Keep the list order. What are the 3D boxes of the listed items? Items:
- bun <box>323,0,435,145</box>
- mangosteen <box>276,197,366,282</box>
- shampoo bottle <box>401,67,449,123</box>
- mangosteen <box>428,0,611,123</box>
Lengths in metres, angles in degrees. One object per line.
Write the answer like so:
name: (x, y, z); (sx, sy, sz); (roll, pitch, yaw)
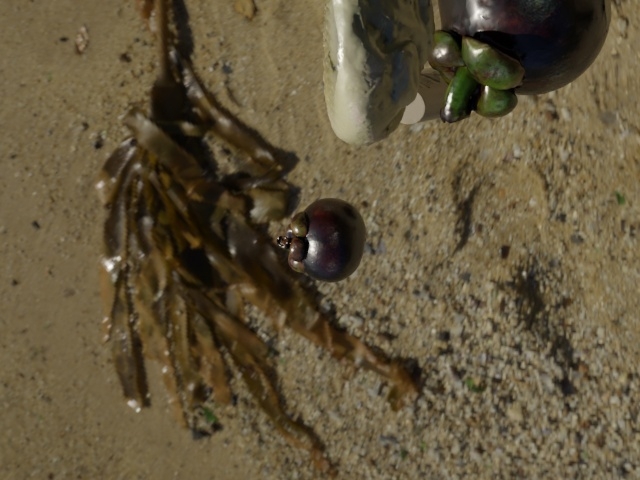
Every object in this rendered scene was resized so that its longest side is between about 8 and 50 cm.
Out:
bun: (0.060, -0.220, 0.941); (0.116, 0.210, 0.237); (2, 110, -2)
mangosteen: (0.000, 0.000, 1.375); (0.140, 0.140, 0.140); (6, 113, 15)
shampoo bottle: (0.208, -0.271, 1.661); (0.127, 0.257, 0.078); (25, 117, 21)
mangosteen: (0.307, -0.353, 1.435); (0.311, 0.311, 0.311); (6, 113, 15)
